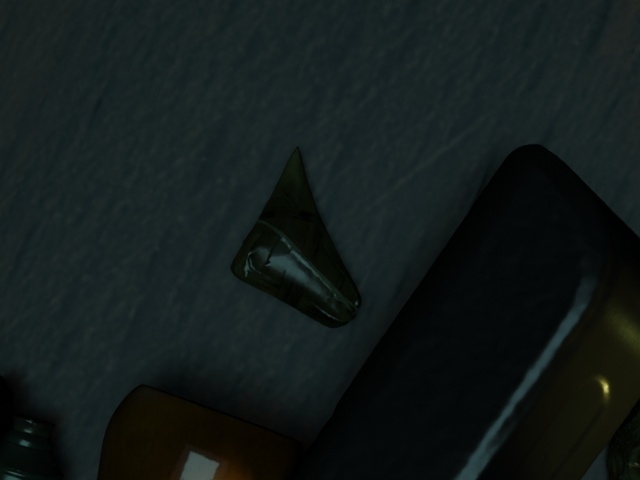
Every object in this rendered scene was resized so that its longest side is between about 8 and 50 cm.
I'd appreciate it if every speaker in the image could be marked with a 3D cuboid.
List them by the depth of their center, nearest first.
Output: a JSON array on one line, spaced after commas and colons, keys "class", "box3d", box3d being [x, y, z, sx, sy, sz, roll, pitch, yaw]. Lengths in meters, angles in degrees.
[{"class": "speaker", "box3d": [0.133, 0.150, 1.388, 0.184, 0.180, 0.388, 31, 86, 42]}]

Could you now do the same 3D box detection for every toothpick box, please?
[{"class": "toothpick box", "box3d": [-0.125, 0.264, 1.438, 0.192, 0.192, 0.294, 19, 85, 1]}]

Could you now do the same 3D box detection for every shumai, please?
[{"class": "shumai", "box3d": [0.273, 0.160, 1.472, 0.099, 0.087, 0.124, 25, 90, 2]}]

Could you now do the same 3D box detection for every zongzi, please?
[{"class": "zongzi", "box3d": [0.000, 0.000, 1.501, 0.104, 0.052, 0.113, 29, 78, -7]}]

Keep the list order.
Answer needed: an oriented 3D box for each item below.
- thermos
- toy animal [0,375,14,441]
[{"class": "thermos", "box3d": [-0.245, 0.226, 1.498, 0.073, 0.083, 0.188, 16, 89, -21]}, {"class": "toy animal", "box3d": [-0.337, 0.133, 1.488, 0.179, 0.116, 0.218, -13, 60, 36]}]
